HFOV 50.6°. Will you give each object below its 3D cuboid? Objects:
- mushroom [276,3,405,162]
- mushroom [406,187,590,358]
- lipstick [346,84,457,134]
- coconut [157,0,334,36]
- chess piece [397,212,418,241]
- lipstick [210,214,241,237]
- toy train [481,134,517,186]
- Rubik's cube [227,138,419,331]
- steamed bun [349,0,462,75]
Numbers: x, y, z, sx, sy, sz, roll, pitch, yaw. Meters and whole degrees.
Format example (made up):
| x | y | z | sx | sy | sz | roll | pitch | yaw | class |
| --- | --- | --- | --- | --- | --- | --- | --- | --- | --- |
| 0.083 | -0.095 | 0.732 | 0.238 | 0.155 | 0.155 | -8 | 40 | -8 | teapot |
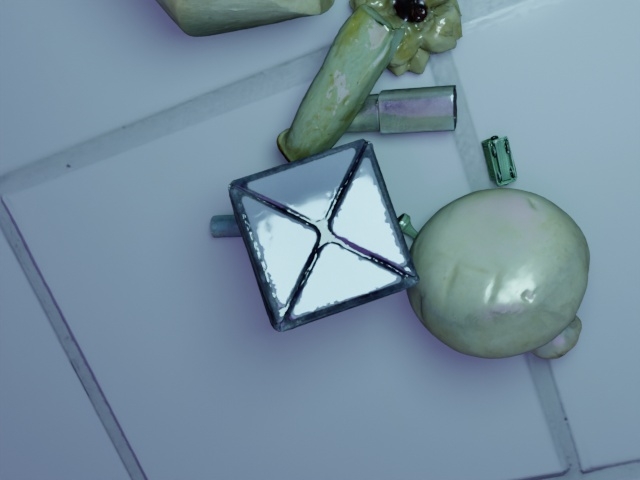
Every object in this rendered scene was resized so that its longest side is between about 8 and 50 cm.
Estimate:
| x | y | z | sx | sy | sz | roll | pitch | yaw | class |
| --- | --- | --- | --- | --- | --- | --- | --- | --- | --- |
| 0.024 | -0.246 | 1.150 | 0.100 | 0.081 | 0.312 | 33 | 123 | -3 | mushroom |
| 0.329 | 0.072 | 1.175 | 0.356 | 0.315 | 0.315 | 37 | 113 | 5 | mushroom |
| 0.116 | -0.233 | 1.221 | 0.253 | 0.079 | 0.077 | 0 | 112 | 14 | lipstick |
| -0.125 | -0.506 | 1.030 | 0.416 | 0.344 | 0.415 | 5 | 109 | 14 | coconut |
| 0.184 | -0.009 | 1.311 | 0.093 | 0.042 | 0.042 | 41 | 112 | -10 | chess piece |
| -0.141 | -0.031 | 1.364 | 0.158 | 0.048 | 0.048 | -2 | 109 | 12 | lipstick |
| 0.322 | -0.146 | 1.223 | 0.038 | 0.056 | 0.093 | -18 | 106 | -1 | toy train |
| 0.000 | 0.000 | 1.170 | 0.259 | 0.260 | 0.254 | -19 | 85 | -8 | Rubik's cube |
| 0.148 | -0.374 | 1.150 | 0.178 | 0.106 | 0.192 | -16 | 107 | 18 | steamed bun |
